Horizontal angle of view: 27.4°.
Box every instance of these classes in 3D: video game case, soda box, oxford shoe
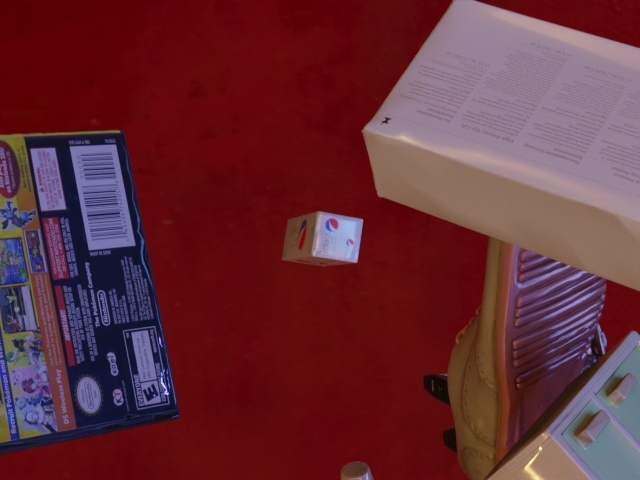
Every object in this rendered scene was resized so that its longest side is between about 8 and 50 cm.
[{"bbox_3d":[-0.260,0.042,1.137,0.035,0.248,0.275,-22,78,51],"label":"video game case"},{"bbox_3d":[0.000,0.000,2.014,0.074,0.216,0.069,9,86,-13],"label":"soda box"},{"bbox_3d":[0.180,0.098,1.289,0.146,0.140,0.397,27,124,48],"label":"oxford shoe"}]

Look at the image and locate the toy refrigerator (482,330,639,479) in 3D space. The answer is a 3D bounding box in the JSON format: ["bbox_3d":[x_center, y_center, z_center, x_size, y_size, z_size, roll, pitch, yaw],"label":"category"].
[{"bbox_3d":[0.236,0.170,1.090,0.102,0.269,0.094,48,119,9],"label":"toy refrigerator"}]

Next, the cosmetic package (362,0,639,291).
[{"bbox_3d":[0.148,-0.032,0.611,0.239,0.060,0.099,22,60,25],"label":"cosmetic package"}]

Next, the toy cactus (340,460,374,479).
[{"bbox_3d":[0.063,0.345,1.563,0.219,0.112,0.180,39,143,58],"label":"toy cactus"}]

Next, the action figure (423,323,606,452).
[{"bbox_3d":[0.284,0.195,1.729,0.099,0.285,0.185,-15,85,61],"label":"action figure"}]
